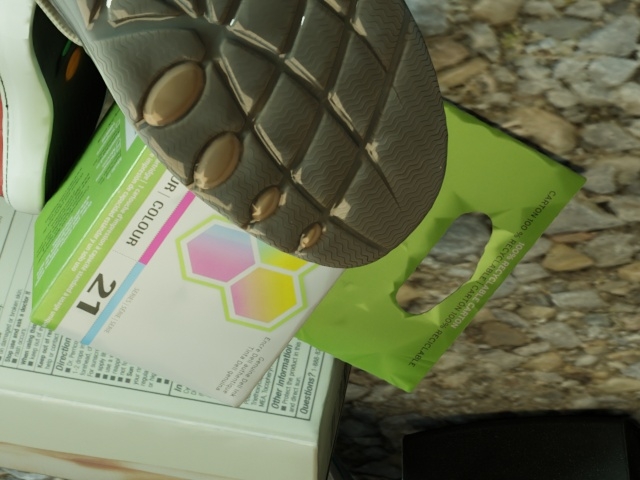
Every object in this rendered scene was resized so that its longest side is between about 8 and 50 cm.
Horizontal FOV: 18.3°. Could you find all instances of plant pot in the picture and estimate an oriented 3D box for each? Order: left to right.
[{"bbox_3d":[0.179,0.227,1.393,0.167,0.187,0.188,-24,135,28],"label":"plant pot"}]

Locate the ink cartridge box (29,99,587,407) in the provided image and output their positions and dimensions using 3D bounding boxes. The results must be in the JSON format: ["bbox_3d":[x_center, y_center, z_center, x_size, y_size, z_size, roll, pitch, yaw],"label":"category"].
[{"bbox_3d":[0.000,0.000,1.072,0.255,0.097,0.189,26,118,-21],"label":"ink cartridge box"}]

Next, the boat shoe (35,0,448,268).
[{"bbox_3d":[-0.071,-0.138,0.881,0.132,0.130,0.355,-39,112,3],"label":"boat shoe"}]

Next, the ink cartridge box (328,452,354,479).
[{"bbox_3d":[0.041,0.266,1.497,0.065,0.185,0.311,-31,141,4],"label":"ink cartridge box"}]

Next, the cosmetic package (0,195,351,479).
[{"bbox_3d":[-0.131,0.067,1.253,0.296,0.153,0.129,11,149,6],"label":"cosmetic package"}]

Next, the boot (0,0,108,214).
[{"bbox_3d":[-0.211,-0.109,1.065,0.176,0.088,0.244,19,154,9],"label":"boot"}]
